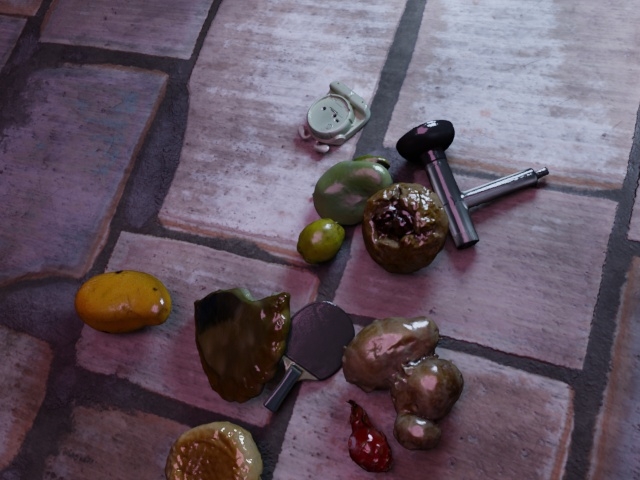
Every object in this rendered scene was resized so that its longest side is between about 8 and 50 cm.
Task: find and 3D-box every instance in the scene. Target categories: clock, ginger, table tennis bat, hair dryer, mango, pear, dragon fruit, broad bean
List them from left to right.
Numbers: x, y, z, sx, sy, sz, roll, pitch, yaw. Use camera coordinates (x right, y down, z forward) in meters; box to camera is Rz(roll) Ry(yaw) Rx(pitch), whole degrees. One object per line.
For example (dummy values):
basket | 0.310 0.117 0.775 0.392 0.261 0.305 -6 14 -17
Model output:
mango | -0.520 0.167 1.922 0.295 0.120 0.177 4 62 17
table tennis bat | -0.036 0.287 1.748 0.173 0.022 0.301 34 81 5
pear | 0.000 0.000 1.840 0.131 0.107 0.107 -45 63 -10
clock | 0.031 -0.338 1.989 0.191 0.062 0.151 -45 63 -4
broad bean | 0.085 -0.135 1.866 0.228 0.100 0.169 -43 77 4
dragon fruit | 0.094 0.449 1.638 0.094 0.094 0.190 -34 54 1
ginger | 0.201 0.313 1.617 0.245 0.155 0.304 -35 62 -1
hair dryer | 0.387 -0.166 1.814 0.284 0.155 0.320 -24 75 -16

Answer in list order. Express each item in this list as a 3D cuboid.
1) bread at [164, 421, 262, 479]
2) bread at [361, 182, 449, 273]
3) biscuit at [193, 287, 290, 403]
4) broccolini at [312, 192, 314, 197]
bread | -0.238 0.544 1.672 0.245 0.134 0.244 -7 68 17
bread | 0.195 -0.032 1.742 0.230 0.123 0.229 2 93 36
biscuit | -0.197 0.218 1.760 0.335 0.078 0.329 -47 56 23
broccolini | 0.034 -0.160 1.937 0.140 0.030 0.035 -34 27 10
